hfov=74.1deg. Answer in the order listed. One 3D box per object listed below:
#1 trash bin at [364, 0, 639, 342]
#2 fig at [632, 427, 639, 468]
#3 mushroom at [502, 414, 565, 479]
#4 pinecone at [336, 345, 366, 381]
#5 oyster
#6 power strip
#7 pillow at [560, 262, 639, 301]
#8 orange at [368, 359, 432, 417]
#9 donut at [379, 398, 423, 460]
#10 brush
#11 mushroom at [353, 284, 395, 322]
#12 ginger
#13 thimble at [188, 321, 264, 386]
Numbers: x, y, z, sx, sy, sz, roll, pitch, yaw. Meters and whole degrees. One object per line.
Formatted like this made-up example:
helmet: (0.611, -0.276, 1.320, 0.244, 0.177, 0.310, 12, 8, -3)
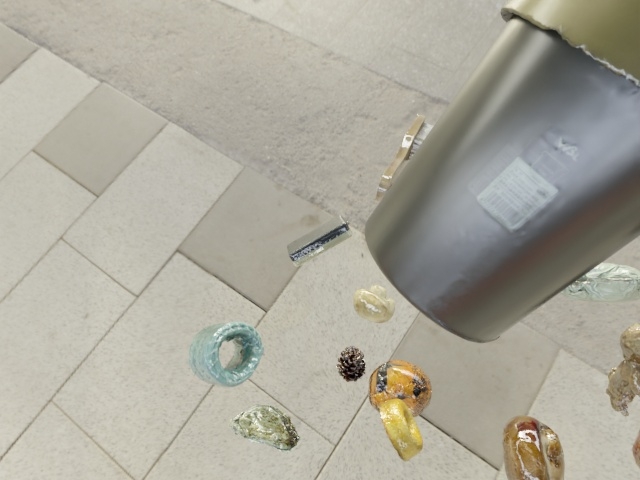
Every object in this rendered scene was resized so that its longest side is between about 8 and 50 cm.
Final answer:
trash bin: (0.202, -0.082, 0.353, 0.214, 0.214, 0.334, 46, 121, 19)
fig: (0.981, 0.515, 1.008, 0.368, 0.286, 0.286, 16, 66, 45)
mushroom: (0.623, 0.639, 1.239, 0.153, 0.253, 0.253, -20, 60, 41)
pinecone: (0.074, 0.300, 1.040, 0.077, 0.083, 0.077, -10, 31, 6)
oyster: (-0.139, 0.485, 1.095, 0.177, 0.125, 0.064, 28, 103, 7)
power strip: (0.000, 0.000, 1.585, 0.256, 0.070, 0.105, -30, 23, 4)
pillow: (0.974, 0.147, 1.478, 0.283, 0.310, 0.138, 0, 80, 41)
orange: (0.290, 0.548, 1.555, 0.234, 0.235, 0.182, -3, 27, 4)
donut: (0.193, 0.445, 1.008, 0.058, 0.152, 0.152, -29, 68, 10)
brush: (0.173, -0.155, 0.801, 0.065, 0.070, 0.327, 23, 39, 11)
mushroom: (0.166, 0.198, 1.331, 0.148, 0.148, 0.112, 23, 97, 13)
ginger: (0.658, 0.260, 0.879, 0.084, 0.290, 0.122, 9, 49, 20)
thimble: (-0.300, 0.365, 1.373, 0.143, 0.235, 0.199, -14, 78, 43)
